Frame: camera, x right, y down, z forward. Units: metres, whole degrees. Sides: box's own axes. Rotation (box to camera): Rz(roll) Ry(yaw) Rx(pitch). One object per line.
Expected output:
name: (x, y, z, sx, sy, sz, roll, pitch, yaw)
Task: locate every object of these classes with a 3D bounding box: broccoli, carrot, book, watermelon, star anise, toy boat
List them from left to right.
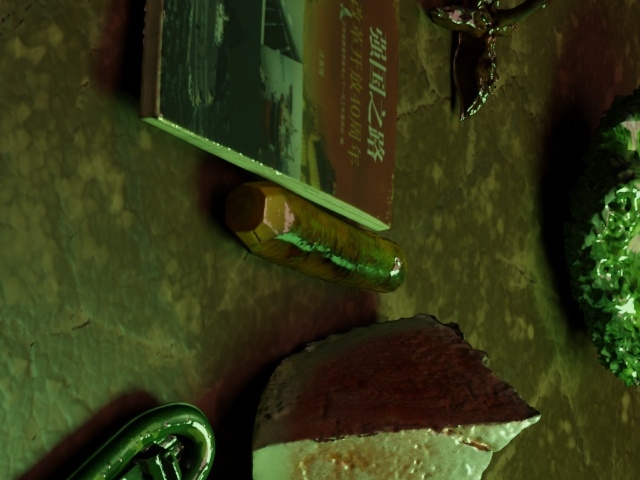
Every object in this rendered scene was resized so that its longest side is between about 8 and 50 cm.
toy boat: (-0.157, 0.207, 1.438, 0.210, 0.052, 0.104, -39, 119, -47)
book: (-0.034, -0.179, 1.612, 0.374, 0.028, 0.262, 23, 63, -52)
carrot: (0.000, 0.000, 1.648, 0.260, 0.070, 0.070, 21, 73, -54)
watermelon: (0.064, 0.177, 1.627, 0.193, 0.231, 0.310, -62, 163, 16)
star anise: (0.206, -0.226, 1.880, 0.158, 0.144, 0.140, -59, 143, -37)
broccoli: (0.435, -0.009, 2.101, 0.249, 0.302, 0.375, 160, -75, -87)
